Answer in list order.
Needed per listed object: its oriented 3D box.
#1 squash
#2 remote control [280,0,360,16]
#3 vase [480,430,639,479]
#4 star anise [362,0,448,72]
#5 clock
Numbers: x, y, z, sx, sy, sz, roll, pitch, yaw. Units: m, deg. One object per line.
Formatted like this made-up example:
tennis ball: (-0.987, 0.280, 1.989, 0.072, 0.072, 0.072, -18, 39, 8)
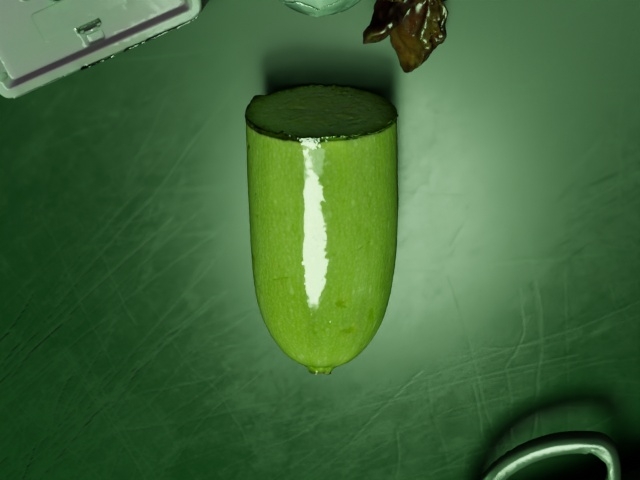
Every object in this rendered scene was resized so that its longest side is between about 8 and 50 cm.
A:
squash: (0.000, 0.000, 0.966, 0.133, 0.132, 0.247, 2, 114, 4)
remote control: (-0.042, -0.291, 0.888, 0.104, 0.052, 0.247, -33, 105, 13)
vase: (0.219, 0.308, 1.074, 0.301, 0.156, 0.251, -16, 103, 18)
star anise: (0.108, -0.198, 0.876, 0.144, 0.158, 0.140, 29, 78, 32)
clock: (-0.208, -0.222, 0.924, 0.197, 0.063, 0.150, -21, 110, 14)
